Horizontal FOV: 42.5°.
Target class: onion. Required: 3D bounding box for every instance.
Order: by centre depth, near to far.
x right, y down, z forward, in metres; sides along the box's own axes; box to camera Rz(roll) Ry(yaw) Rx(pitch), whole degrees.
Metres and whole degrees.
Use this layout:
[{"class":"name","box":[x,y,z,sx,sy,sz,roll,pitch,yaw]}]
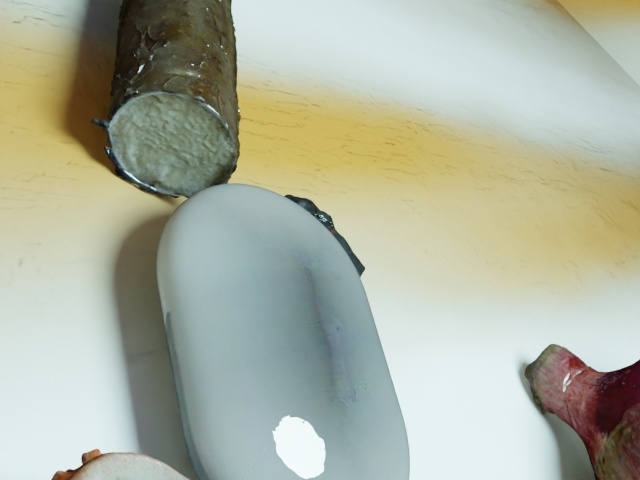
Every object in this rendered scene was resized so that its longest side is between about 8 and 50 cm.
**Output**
[{"class":"onion","box":[0.411,0.222,0.913,0.385,0.348,0.347,25,25,27]}]

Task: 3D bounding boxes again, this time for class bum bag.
[{"class":"bum bag","box":[-0.001,0.001,0.851,0.057,0.034,0.124,-23,76,-44]}]

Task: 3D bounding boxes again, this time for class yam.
[{"class":"yam","box":[-0.139,-0.179,0.791,0.131,0.131,0.280,24,42,-32]}]

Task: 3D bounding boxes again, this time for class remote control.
[{"class":"remote control","box":[-0.028,0.096,0.674,0.221,0.103,0.332,13,49,-41]}]

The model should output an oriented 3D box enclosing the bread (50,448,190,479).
[{"class":"bread","box":[-0.091,0.216,0.430,0.224,0.142,0.212,51,9,-9]}]
